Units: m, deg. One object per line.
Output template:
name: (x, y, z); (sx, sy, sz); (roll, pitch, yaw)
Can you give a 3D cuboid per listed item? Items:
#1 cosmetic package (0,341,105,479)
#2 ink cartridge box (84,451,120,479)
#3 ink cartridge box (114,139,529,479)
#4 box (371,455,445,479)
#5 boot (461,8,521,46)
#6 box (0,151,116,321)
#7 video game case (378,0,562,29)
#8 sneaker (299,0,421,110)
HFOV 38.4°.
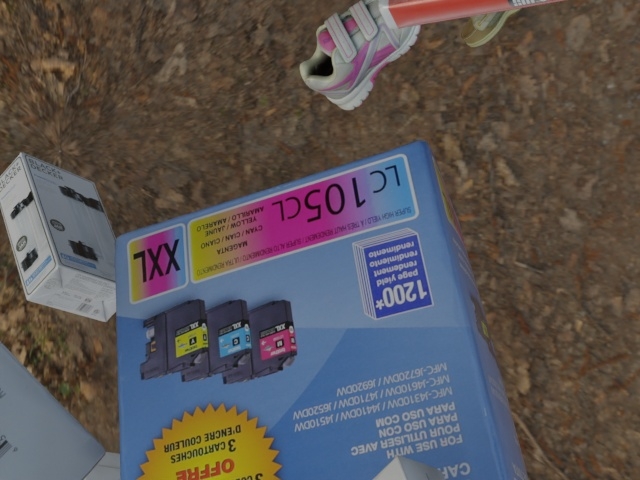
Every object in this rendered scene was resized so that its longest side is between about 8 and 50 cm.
cosmetic package: (-0.369, 0.205, 0.808); (0.197, 0.366, 0.155); (49, 50, -10)
ink cartridge box: (-0.335, 0.479, 1.465); (0.171, 0.168, 0.232); (14, 120, -26)
ink cartridge box: (0.005, 0.158, 0.657); (0.270, 0.151, 0.395); (-17, 60, 13)
box: (0.012, 0.219, 0.439); (0.038, 0.145, 0.186); (29, 113, -34)
boot: (0.249, -0.420, 1.563); (0.165, 0.213, 0.077); (20, 69, -13)
box: (-0.445, -0.008, 1.589); (0.087, 0.290, 0.169); (-45, 139, 18)
video game case: (0.190, -0.234, 0.595); (0.025, 0.285, 0.204); (53, 45, -44)
sneaker: (0.058, -0.306, 1.403); (0.111, 0.103, 0.252); (5, 134, -40)
